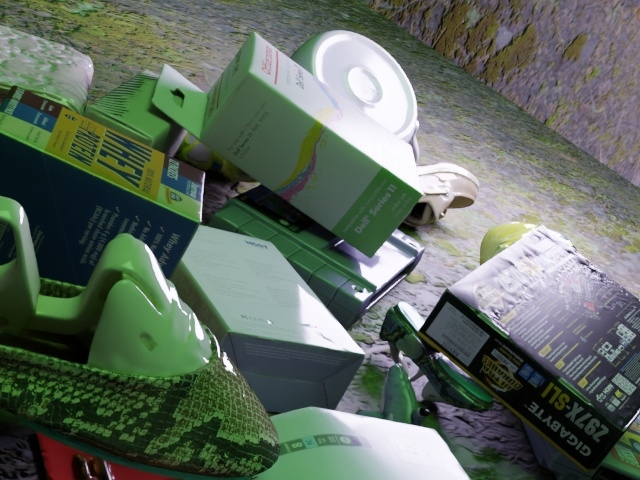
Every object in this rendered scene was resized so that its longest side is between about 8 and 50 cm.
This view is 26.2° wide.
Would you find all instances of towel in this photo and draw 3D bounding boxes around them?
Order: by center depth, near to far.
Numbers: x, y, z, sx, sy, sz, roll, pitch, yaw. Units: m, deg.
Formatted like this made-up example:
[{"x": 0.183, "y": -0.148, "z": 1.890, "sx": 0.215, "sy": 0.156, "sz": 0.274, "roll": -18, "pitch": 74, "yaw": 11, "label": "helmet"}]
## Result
[{"x": -0.452, "y": -0.242, "z": 1.780, "sx": 0.317, "sy": 0.053, "sz": 0.332, "roll": 18, "pitch": 16, "yaw": -12, "label": "towel"}]

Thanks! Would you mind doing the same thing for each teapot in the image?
[{"x": 0.026, "y": -0.206, "z": 2.263, "sx": 0.252, "sy": 0.187, "sz": 0.256, "roll": -23, "pitch": 78, "yaw": -44, "label": "teapot"}]

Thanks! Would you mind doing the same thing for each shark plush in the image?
[{"x": 0.089, "y": 0.196, "z": 1.438, "sx": 0.073, "sy": 0.067, "sz": 0.161, "roll": 23, "pitch": 19, "yaw": -17, "label": "shark plush"}]

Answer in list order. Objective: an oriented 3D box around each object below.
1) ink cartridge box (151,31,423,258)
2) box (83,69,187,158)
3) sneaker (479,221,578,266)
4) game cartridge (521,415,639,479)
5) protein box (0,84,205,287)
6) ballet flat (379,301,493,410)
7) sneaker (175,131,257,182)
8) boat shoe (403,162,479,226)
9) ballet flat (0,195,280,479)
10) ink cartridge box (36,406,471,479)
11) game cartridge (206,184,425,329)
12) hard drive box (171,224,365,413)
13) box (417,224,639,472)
[{"x": -0.042, "y": -0.151, "z": 1.823, "sx": 0.353, "sy": 0.119, "sz": 0.207, "roll": 34, "pitch": 18, "yaw": -15, "label": "ink cartridge box"}, {"x": -0.242, "y": -0.135, "z": 1.782, "sx": 0.094, "sy": 0.113, "sz": 0.275, "roll": 27, "pitch": 17, "yaw": -1, "label": "box"}, {"x": 0.287, "y": 0.060, "z": 1.968, "sx": 0.147, "sy": 0.145, "sz": 0.384, "roll": 23, "pitch": 18, "yaw": -18, "label": "sneaker"}, {"x": 0.388, "y": 0.272, "z": 1.692, "sx": 0.294, "sy": 0.060, "sz": 0.196, "roll": 24, "pitch": 15, "yaw": -14, "label": "game cartridge"}, {"x": -0.241, "y": -0.001, "z": 1.279, "sx": 0.201, "sy": 0.200, "sz": 0.136, "roll": 25, "pitch": 19, "yaw": -12, "label": "protein box"}, {"x": 0.133, "y": 0.153, "z": 1.625, "sx": 0.070, "sy": 0.070, "sz": 0.188, "roll": 11, "pitch": 29, "yaw": -43, "label": "ballet flat"}, {"x": -0.176, "y": -0.147, "z": 1.985, "sx": 0.240, "sy": 0.091, "sz": 0.126, "roll": 31, "pitch": 0, "yaw": 9, "label": "sneaker"}, {"x": 0.153, "y": -0.067, "z": 2.209, "sx": 0.302, "sy": 0.109, "sz": 0.098, "roll": 6, "pitch": 68, "yaw": -49, "label": "boat shoe"}, {"x": -0.239, "y": 0.057, "z": 1.065, "sx": 0.483, "sy": 0.182, "sz": 0.164, "roll": 16, "pitch": 23, "yaw": -11, "label": "ballet flat"}, {"x": -0.016, "y": 0.241, "z": 1.118, "sx": 0.385, "sy": 0.091, "sz": 0.308, "roll": 16, "pitch": 21, "yaw": -28, "label": "ink cartridge box"}, {"x": 0.000, "y": 0.000, "z": 1.855, "sx": 0.230, "sy": 0.068, "sz": 0.355, "roll": 35, "pitch": 19, "yaw": 8, "label": "game cartridge"}, {"x": -0.090, "y": 0.078, "z": 1.460, "sx": 0.181, "sy": 0.089, "sz": 0.232, "roll": 14, "pitch": 23, "yaw": -37, "label": "hard drive box"}, {"x": 0.298, "y": 0.120, "z": 1.681, "sx": 0.257, "sy": 0.079, "sz": 0.322, "roll": 37, "pitch": 29, "yaw": 15, "label": "box"}]
